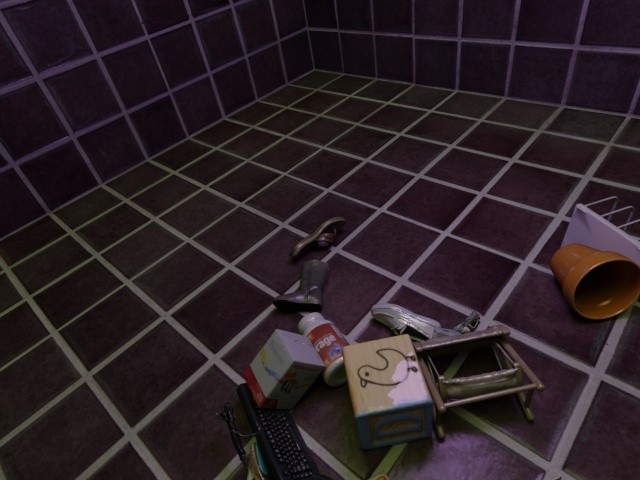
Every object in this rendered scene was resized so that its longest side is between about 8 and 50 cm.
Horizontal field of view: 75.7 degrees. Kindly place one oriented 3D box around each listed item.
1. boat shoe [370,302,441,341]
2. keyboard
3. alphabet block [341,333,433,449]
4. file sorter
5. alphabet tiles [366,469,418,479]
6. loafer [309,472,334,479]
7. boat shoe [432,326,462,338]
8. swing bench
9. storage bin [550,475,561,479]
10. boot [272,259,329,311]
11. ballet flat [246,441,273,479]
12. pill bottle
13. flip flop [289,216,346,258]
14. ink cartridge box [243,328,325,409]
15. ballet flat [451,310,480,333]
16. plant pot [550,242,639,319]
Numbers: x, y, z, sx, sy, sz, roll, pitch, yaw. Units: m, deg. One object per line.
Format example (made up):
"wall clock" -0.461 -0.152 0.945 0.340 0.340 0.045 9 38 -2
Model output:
"boat shoe" 0.257 0.260 1.280 0.227 0.083 0.075 11 44 24
"keyboard" -0.149 0.497 1.075 0.202 0.033 0.317 2 28 -35
"alphabet block" 0.170 0.391 1.068 0.193 0.193 0.197 -11 40 -1
"file sorter" 0.964 0.013 1.314 0.173 0.192 0.277 -16 40 -9
"alphabet tiles" 0.120 0.683 0.881 0.343 0.011 0.285 -25 42 -15
"loafer" -0.039 0.633 0.917 0.078 0.076 0.223 9 40 30
"boat shoe" 0.379 0.286 1.227 0.100 0.035 0.035 13 17 -15
"swing bench" 0.392 0.344 1.089 0.254 0.165 0.254 -12 40 0
"storage bin" 0.451 0.598 0.711 0.123 0.260 0.262 -23 42 -7
"boot" -0.066 0.157 1.486 0.190 0.076 0.208 5 48 -2
"ballet flat" -0.144 0.596 1.006 0.067 0.073 0.206 -37 41 -6
"pill bottle" 0.018 0.320 1.241 0.121 0.121 0.216 -26 42 -16
"flip flop" 0.000 0.000 1.640 0.277 0.112 0.080 -35 71 -28
"ink cartridge box" -0.101 0.362 1.155 0.176 0.128 0.127 -55 42 12
"ballet flat" 0.451 0.262 1.268 0.114 0.041 0.041 -33 45 -21
"plant pot" 0.815 0.103 1.256 0.205 0.205 0.188 -10 25 2
